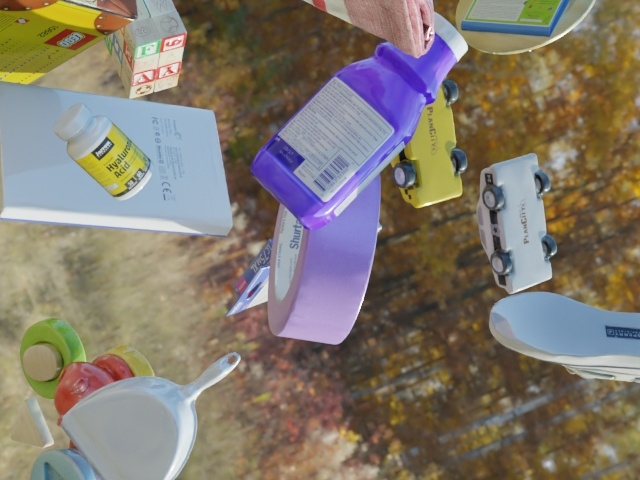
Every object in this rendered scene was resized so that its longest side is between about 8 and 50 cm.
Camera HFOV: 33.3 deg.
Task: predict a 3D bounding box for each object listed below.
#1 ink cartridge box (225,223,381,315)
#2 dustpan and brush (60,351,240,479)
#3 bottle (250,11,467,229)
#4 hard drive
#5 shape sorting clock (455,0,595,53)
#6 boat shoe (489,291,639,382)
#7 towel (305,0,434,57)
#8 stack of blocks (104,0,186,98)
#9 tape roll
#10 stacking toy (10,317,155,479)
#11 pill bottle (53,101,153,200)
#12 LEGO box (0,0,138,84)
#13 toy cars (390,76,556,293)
[{"bbox_3d":[-0.043,0.040,2.087,0.065,0.311,0.186,56,-40,15],"label":"ink cartridge box"},{"bbox_3d":[-0.183,0.204,1.277,0.147,0.211,0.060,52,7,3],"label":"dustpan and brush"},{"bbox_3d":[0.050,-0.144,1.241,0.118,0.283,0.092,43,-1,13],"label":"bottle"},{"bbox_3d":[-0.290,-0.111,1.497,0.040,0.318,0.210,-50,-136,48],"label":"hard drive"},{"bbox_3d":[0.291,-0.340,1.511,0.040,0.206,0.206,48,12,-46],"label":"shape sorting clock"},{"bbox_3d":[0.341,0.131,1.348,0.088,0.267,0.096,97,-4,-50],"label":"boat shoe"},{"bbox_3d":[-0.072,-0.247,0.728,0.329,0.037,0.237,30,-6,14],"label":"towel"},{"bbox_3d":[-0.323,-0.408,1.760,0.297,0.087,0.171,65,-20,14],"label":"stack of blocks"},{"bbox_3d":[0.000,0.000,1.458,0.275,0.090,0.275,-171,-90,-78],"label":"tape roll"},{"bbox_3d":[-0.413,0.280,1.646,0.279,0.130,0.309,27,-68,29],"label":"stacking toy"},{"bbox_3d":[-0.258,-0.107,1.262,0.116,0.065,0.065,46,8,-31],"label":"pill bottle"},{"bbox_3d":[-0.510,-0.408,1.522,0.193,0.500,0.372,6,72,-49],"label":"LEGO box"},{"bbox_3d":[0.195,-0.085,1.468,0.393,0.176,0.087,40,-14,-29],"label":"toy cars"}]
